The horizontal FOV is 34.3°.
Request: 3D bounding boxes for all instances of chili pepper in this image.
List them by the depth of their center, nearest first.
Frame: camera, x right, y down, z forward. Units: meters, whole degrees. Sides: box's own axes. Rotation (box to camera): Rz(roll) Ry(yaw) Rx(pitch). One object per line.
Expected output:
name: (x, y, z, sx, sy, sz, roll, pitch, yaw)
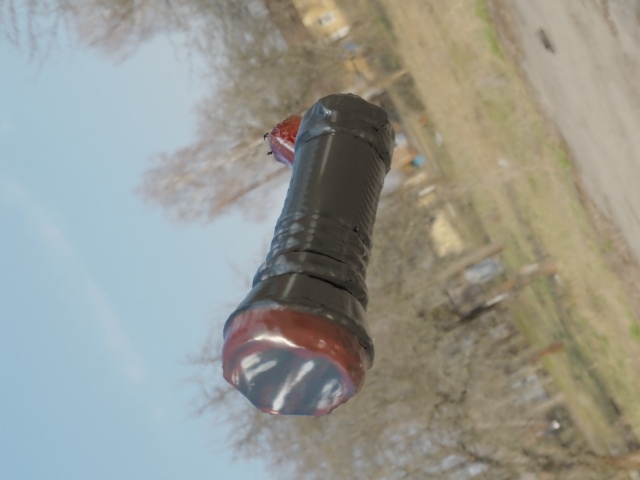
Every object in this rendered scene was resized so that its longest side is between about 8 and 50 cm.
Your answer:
chili pepper: (0.007, -0.077, 1.061, 0.123, 0.070, 0.073, 39, 141, 22)

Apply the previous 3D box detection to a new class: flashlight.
flashlight: (0.000, 0.000, 0.678, 0.093, 0.093, 0.232, 57, -149, -37)
